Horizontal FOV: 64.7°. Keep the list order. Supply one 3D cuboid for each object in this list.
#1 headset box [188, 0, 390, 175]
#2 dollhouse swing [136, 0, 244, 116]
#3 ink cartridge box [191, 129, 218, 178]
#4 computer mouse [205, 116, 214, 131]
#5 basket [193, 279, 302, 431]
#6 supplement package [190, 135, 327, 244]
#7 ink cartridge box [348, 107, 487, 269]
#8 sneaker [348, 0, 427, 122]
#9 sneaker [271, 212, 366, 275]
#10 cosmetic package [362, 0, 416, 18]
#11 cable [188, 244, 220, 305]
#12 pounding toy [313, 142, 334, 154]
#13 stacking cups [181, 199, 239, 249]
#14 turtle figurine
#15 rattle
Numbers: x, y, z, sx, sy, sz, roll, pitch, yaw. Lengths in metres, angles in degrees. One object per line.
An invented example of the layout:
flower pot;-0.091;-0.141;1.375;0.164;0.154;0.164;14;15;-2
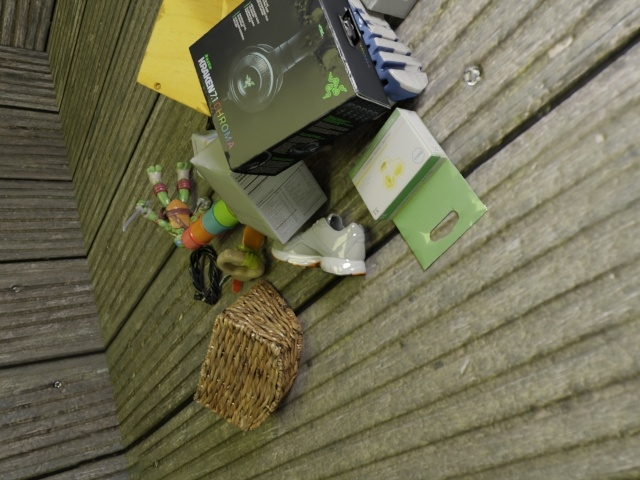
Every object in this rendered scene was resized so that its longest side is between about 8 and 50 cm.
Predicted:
headset box;-0.049;-0.279;0.849;0.283;0.131;0.246;-24;82;30
dollhouse swing;-0.292;-0.540;1.367;0.315;0.305;0.347;26;103;6
ink cartridge box;-0.276;-0.221;1.380;0.175;0.072;0.127;32;134;46
computer mouse;-0.277;-0.343;1.421;0.193;0.042;0.106;32;116;46
basket;-0.148;0.288;1.264;0.213;0.223;0.299;26;116;12
supplement package;-0.132;-0.131;1.090;0.194;0.149;0.203;24;155;50
ink cartridge box;0.159;-0.089;0.889;0.171;0.056;0.235;-52;52;39
sneaker;0.052;-0.345;0.944;0.182;0.127;0.316;-41;63;42
sneaker;0.000;0.000;1.072;0.262;0.099;0.121;10;93;43
cosmetic package;0.100;-0.525;0.894;0.127;0.107;0.238;-52;57;42
cable;-0.354;0.104;1.544;0.150;0.047;0.185;17;105;49
pounding toy;-0.051;-0.316;1.052;0.269;0.154;0.155;55;132;33
stacking cups;-0.268;-0.058;1.365;0.316;0.096;0.096;-29;70;43
turtle figurine;-0.445;-0.129;1.530;0.197;0.274;0.266;-25;65;13
rattle;-0.210;0.042;1.347;0.200;0.130;0.143;110;155;-65
